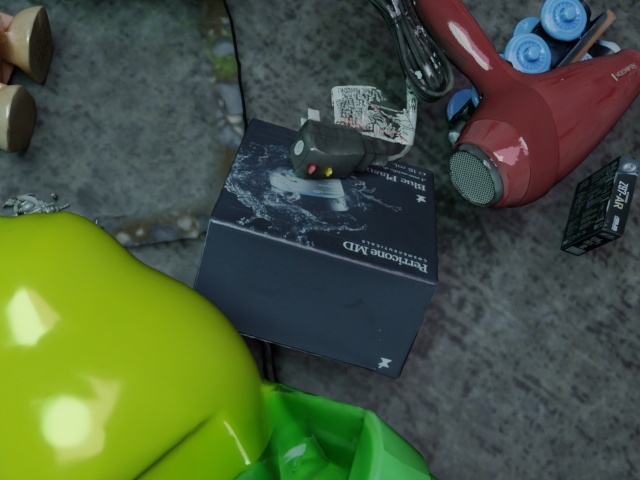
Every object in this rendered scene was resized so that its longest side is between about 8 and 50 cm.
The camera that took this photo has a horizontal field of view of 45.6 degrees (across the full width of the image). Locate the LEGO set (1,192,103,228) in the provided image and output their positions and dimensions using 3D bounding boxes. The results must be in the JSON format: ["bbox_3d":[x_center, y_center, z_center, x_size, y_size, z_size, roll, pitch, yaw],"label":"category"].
[{"bbox_3d":[-0.220,-0.016,0.618,0.083,0.023,0.054,4,78,-6],"label":"LEGO set"}]

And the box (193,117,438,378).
[{"bbox_3d":[0.000,0.000,0.566,0.155,0.093,0.158,16,34,-4],"label":"box"}]

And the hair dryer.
[{"bbox_3d":[0.123,-0.135,0.567,0.293,0.080,0.224,9,78,-17],"label":"hair dryer"}]

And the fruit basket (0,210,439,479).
[{"bbox_3d":[-0.089,0.165,0.421,0.391,0.392,0.283,24,77,-2],"label":"fruit basket"}]

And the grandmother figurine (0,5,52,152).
[{"bbox_3d":[-0.396,-0.171,0.593,0.342,0.104,0.208,11,69,-7],"label":"grandmother figurine"}]

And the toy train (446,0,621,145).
[{"bbox_3d":[0.192,-0.130,0.667,0.105,0.080,0.184,44,77,-5],"label":"toy train"}]

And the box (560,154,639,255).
[{"bbox_3d":[0.235,-0.028,0.645,0.018,0.083,0.067,20,76,-2],"label":"box"}]
